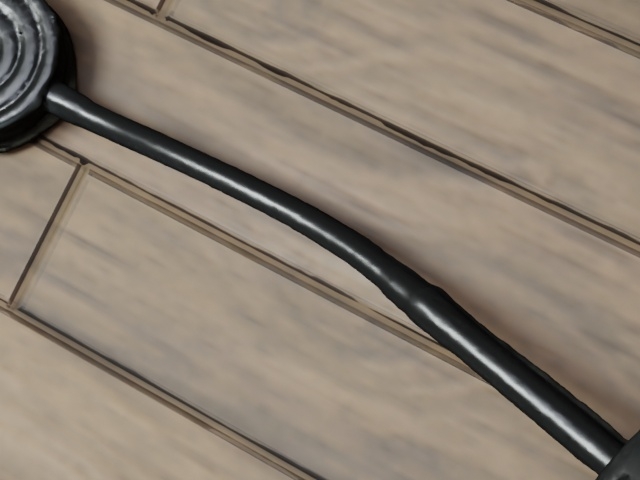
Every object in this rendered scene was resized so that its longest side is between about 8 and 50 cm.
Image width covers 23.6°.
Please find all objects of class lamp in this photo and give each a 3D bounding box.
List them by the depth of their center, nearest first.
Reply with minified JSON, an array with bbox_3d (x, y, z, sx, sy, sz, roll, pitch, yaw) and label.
[{"bbox_3d":[-0.007,-0.005,0.503,0.371,0.108,0.130,40,91,17],"label":"lamp"}]
